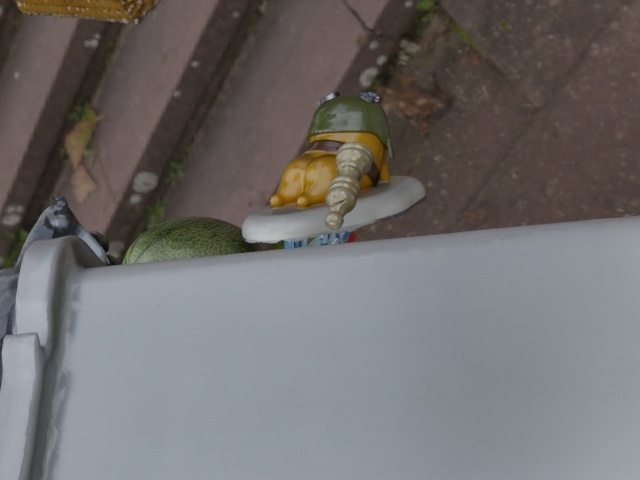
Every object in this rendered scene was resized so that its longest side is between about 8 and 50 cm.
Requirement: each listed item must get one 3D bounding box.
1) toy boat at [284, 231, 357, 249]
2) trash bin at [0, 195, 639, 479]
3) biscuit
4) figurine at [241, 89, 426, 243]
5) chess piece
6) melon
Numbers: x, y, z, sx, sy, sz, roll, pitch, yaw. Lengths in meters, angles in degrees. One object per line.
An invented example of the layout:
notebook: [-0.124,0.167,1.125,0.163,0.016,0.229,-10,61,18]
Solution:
toy boat: [-0.008,0.009,1.682,0.034,0.149,0.105,41,110,44]
trash bin: [0.011,0.111,0.489,0.367,0.256,0.296,-12,51,10]
biscuit: [-0.266,-0.301,1.034,0.094,0.054,0.378,-51,37,-15]
figurine: [0.011,-0.091,1.024,0.166,0.250,0.141,3,107,39]
chess piece: [0.022,-0.046,0.821,0.035,0.035,0.092,-35,28,45]
melon: [-0.136,0.040,1.050,0.139,0.192,0.139,-3,86,47]
